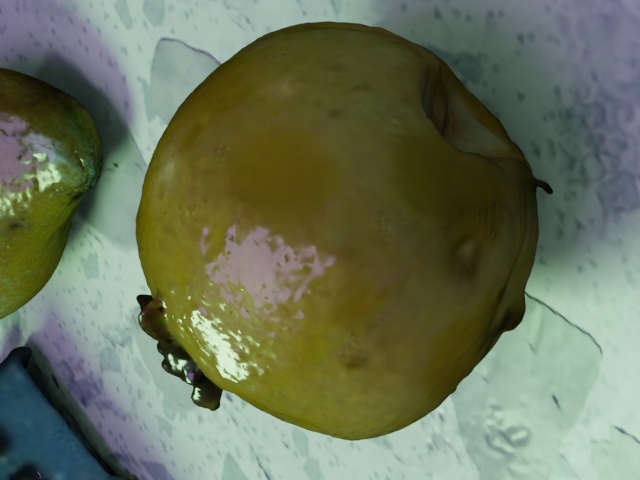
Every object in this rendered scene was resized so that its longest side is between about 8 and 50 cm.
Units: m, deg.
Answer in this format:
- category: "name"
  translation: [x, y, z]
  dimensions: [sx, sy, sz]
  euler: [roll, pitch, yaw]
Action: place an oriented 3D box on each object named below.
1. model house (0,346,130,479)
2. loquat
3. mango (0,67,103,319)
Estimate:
- category: "model house"
  translation: [-0.272, 0.291, 1.413]
  dimensions: [0.303, 0.215, 0.237]
  euler: [48, 139, 16]
- category: "loquat"
  translation: [0.000, 0.000, 0.892]
  dimensions: [0.244, 0.244, 0.244]
  euler: [28, 130, 39]
- category: "mango"
  translation: [-0.282, -0.035, 1.291]
  dimensions: [0.316, 0.146, 0.193]
  euler: [-31, 94, 46]
